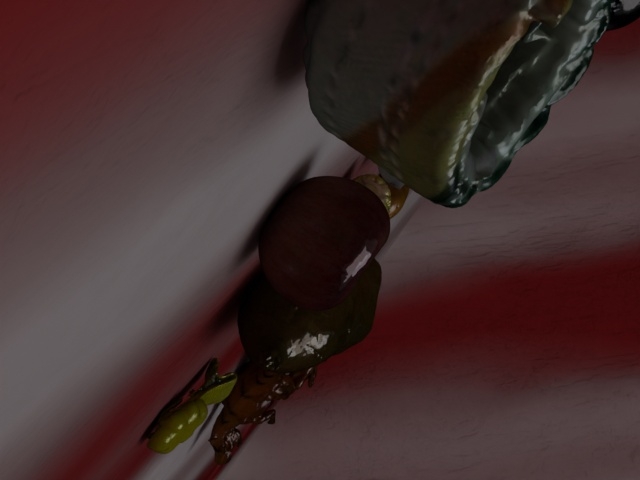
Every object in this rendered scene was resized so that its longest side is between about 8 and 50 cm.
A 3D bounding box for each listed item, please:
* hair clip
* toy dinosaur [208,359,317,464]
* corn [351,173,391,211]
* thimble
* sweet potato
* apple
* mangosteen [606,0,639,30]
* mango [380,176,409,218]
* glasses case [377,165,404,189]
[{"bbox_3d":[-0.167,0.219,1.698,0.173,0.046,0.072,-43,163,-56],"label":"hair clip"},{"bbox_3d":[-0.077,0.206,2.154,0.208,0.097,0.432,-37,160,-42],"label":"toy dinosaur"},{"bbox_3d":[0.046,-0.019,1.901,0.081,0.081,0.248,-52,174,-24],"label":"corn"},{"bbox_3d":[0.111,-0.167,1.031,0.254,0.167,0.288,-53,166,-6],"label":"thimble"},{"bbox_3d":[-0.021,0.086,1.693,0.158,0.158,0.369,-56,167,14],"label":"sweet potato"},{"bbox_3d":[0.000,0.000,1.455,0.153,0.120,0.153,-55,180,0],"label":"apple"},{"bbox_3d":[0.493,-0.490,2.381,0.211,0.211,0.250,-57,-156,19],"label":"mangosteen"},{"bbox_3d":[0.113,-0.073,2.230,0.080,0.060,0.114,-56,179,43],"label":"mango"},{"bbox_3d":[0.190,-0.211,1.870,0.308,0.083,0.128,-43,-163,26],"label":"glasses case"}]
